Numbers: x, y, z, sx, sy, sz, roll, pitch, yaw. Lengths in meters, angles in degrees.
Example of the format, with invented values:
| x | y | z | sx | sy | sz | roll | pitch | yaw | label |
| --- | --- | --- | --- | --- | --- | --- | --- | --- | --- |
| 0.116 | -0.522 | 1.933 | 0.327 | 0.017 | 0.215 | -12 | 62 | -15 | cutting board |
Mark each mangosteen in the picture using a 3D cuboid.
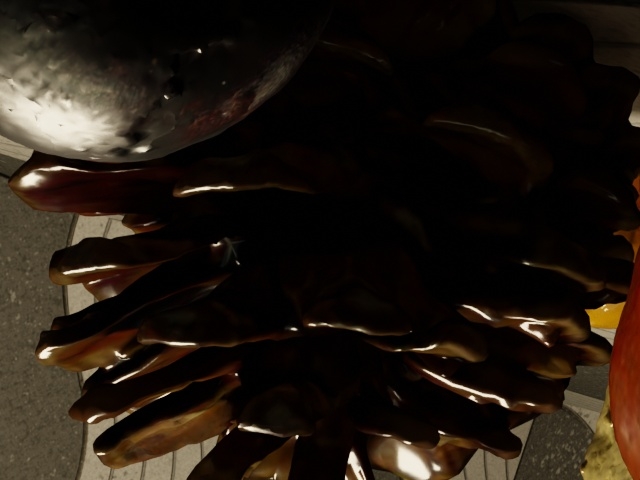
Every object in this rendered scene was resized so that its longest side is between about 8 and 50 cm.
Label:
| x | y | z | sx | sy | sz | roll | pitch | yaw | label |
| --- | --- | --- | --- | --- | --- | --- | --- | --- | --- |
| -0.105 | -0.143 | 0.760 | 0.211 | 0.211 | 0.250 | 23 | -178 | -29 | mangosteen |

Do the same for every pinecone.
| x | y | z | sx | sy | sz | roll | pitch | yaw | label |
| --- | --- | --- | --- | --- | --- | --- | --- | --- | --- |
| 0.000 | 0.000 | 1.029 | 0.398 | 0.398 | 0.398 | 19 | 173 | 2 | pinecone |

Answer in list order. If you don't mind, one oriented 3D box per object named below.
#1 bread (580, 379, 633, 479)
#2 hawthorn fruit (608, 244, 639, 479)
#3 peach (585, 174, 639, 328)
| x | y | z | sx | sy | sz | roll | pitch | yaw | label |
| --- | --- | --- | --- | --- | --- | --- | --- | --- | --- |
| 0.287 | 0.083 | 1.109 | 0.185 | 0.274 | 0.114 | 21 | 173 | -19 | bread |
| 0.283 | 0.048 | 0.891 | 0.295 | 0.295 | 0.311 | 14 | 138 | 36 | hawthorn fruit |
| 0.206 | -0.002 | 1.285 | 0.138 | 0.138 | 0.138 | 19 | 173 | 2 | peach |
